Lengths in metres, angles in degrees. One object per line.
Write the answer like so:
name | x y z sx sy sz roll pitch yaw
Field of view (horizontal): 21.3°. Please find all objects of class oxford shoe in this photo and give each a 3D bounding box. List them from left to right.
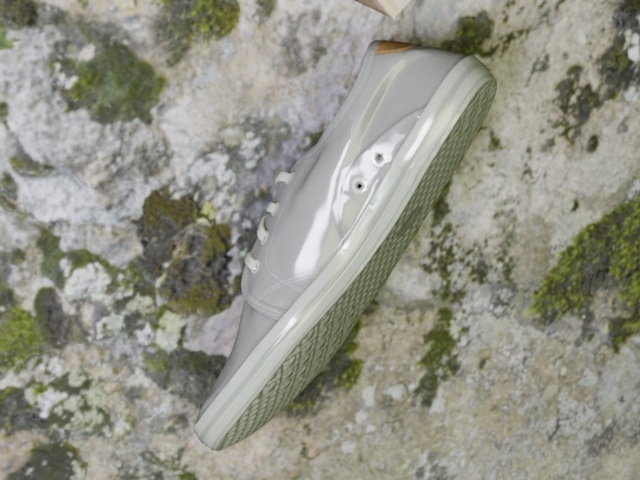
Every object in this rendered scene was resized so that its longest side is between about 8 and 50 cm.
oxford shoe | 0.000 0.000 1.612 0.130 0.169 0.449 34 102 13

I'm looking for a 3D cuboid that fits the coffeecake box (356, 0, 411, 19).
coffeecake box | 0.080 -0.299 1.522 0.185 0.142 0.068 -46 121 -3
